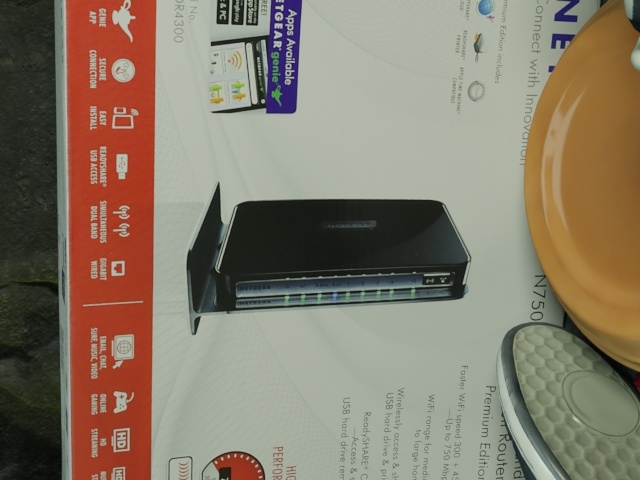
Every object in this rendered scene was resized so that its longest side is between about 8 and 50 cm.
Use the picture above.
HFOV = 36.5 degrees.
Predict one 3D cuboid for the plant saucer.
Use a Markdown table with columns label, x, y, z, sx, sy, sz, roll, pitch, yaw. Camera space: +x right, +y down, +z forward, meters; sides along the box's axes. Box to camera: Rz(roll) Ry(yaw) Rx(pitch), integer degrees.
| label | x | y | z | sx | sy | sz | roll | pitch | yaw |
| --- | --- | --- | --- | --- | --- | --- | --- | --- | --- |
| plant saucer | 0.160 | -0.032 | 0.467 | 0.200 | 0.037 | 0.200 | -2 | 87 | 64 |

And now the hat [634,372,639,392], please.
| label | x | y | z | sx | sy | sz | roll | pitch | yaw |
| --- | --- | --- | --- | --- | --- | --- | --- | --- | --- |
| hat | 0.216 | 0.106 | 0.380 | 0.208 | 0.183 | 0.173 | 27 | 137 | 21 |

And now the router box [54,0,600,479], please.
| label | x | y | z | sx | sy | sz | roll | pitch | yaw |
| --- | --- | --- | --- | --- | --- | --- | --- | --- | --- |
| router box | 0.000 | 0.000 | 0.575 | 0.082 | 0.301 | 0.336 | -143 | 52 | -66 |

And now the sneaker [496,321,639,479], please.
| label | x | y | z | sx | sy | sz | roll | pitch | yaw |
| --- | --- | --- | --- | --- | --- | --- | --- | --- | --- |
| sneaker | 0.132 | 0.173 | 0.536 | 0.163 | 0.086 | 0.226 | 111 | 149 | -44 |

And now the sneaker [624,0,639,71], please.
| label | x | y | z | sx | sy | sz | roll | pitch | yaw |
| --- | --- | --- | --- | --- | --- | --- | --- | --- | --- |
| sneaker | 0.179 | -0.071 | 0.302 | 0.321 | 0.127 | 0.126 | -115 | 22 | -48 |
